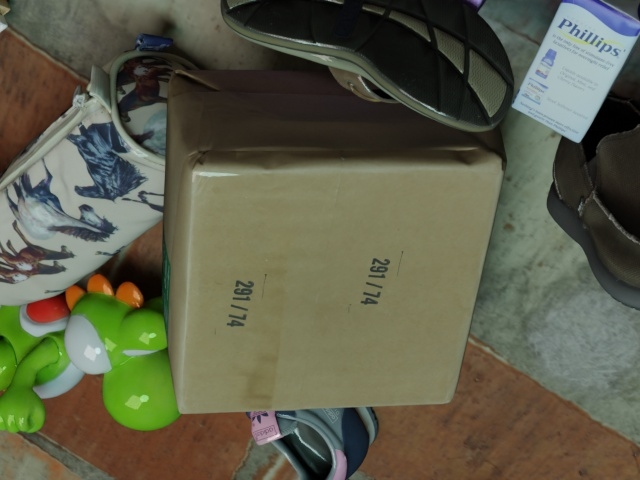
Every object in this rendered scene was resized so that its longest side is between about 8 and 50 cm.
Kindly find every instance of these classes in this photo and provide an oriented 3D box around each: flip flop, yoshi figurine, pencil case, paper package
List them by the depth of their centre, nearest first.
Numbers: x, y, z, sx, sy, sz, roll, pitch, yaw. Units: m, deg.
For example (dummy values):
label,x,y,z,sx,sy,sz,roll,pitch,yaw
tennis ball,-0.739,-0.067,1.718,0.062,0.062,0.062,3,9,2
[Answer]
label,x,y,z,sx,sy,sz,roll,pitch,yaw
flip flop,0.041,-0.171,1.281,0.277,0.112,0.080,20,158,11
paper package,0.000,0.000,1.428,0.309,0.168,0.325,-1,131,-8
pencil case,-0.273,-0.064,1.607,0.183,0.160,0.410,32,138,-26
yoshi figurine,-0.298,0.170,1.797,0.362,0.204,0.203,-13,140,36

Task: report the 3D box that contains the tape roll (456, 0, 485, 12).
label,x,y,z,sx,sy,sz,roll,pitch,yaw
tape roll,0.036,-0.293,1.311,0.274,0.090,0.275,15,130,19

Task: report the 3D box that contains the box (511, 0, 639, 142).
label,x,y,z,sx,sy,sz,roll,pitch,yaw
box,0.240,-0.179,1.262,0.072,0.126,0.137,30,133,7

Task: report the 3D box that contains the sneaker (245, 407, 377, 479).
label,x,y,z,sx,sy,sz,roll,pitch,yaw
sneaker,-0.056,0.162,1.688,0.112,0.131,0.319,-27,109,41

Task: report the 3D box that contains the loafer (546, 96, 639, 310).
label,x,y,z,sx,sy,sz,roll,pitch,yaw
loafer,0.279,-0.040,1.231,0.133,0.366,0.130,-9,110,-12

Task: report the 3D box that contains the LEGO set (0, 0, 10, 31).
label,x,y,z,sx,sy,sz,roll,pitch,yaw
LEGO set,-0.452,-0.204,1.667,0.132,0.107,0.287,8,133,-22
